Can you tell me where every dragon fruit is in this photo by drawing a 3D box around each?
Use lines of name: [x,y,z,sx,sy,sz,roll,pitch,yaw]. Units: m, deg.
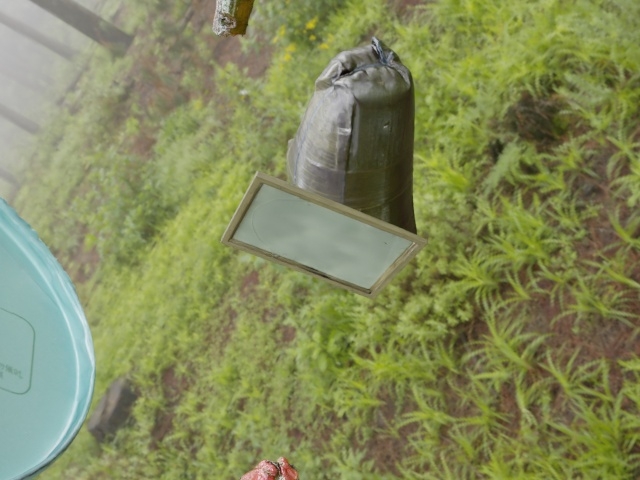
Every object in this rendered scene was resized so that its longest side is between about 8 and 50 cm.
dragon fruit: [-0.063,0.306,0.815,0.116,0.086,0.081,-57,41,25]

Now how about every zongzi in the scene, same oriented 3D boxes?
zongzi: [0.016,-0.218,1.275,0.432,0.207,0.403,-125,23,-43]

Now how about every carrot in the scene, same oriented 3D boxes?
carrot: [-0.106,-0.429,1.045,0.070,0.070,0.260,-91,19,-58]

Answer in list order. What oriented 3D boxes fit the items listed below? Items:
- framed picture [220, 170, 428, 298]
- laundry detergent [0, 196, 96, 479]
framed picture: [0.000,0.000,0.790,0.136,0.200,0.010,126,160,-50]
laundry detergent: [-0.339,0.112,0.401,0.305,0.287,0.287,-43,22,13]
